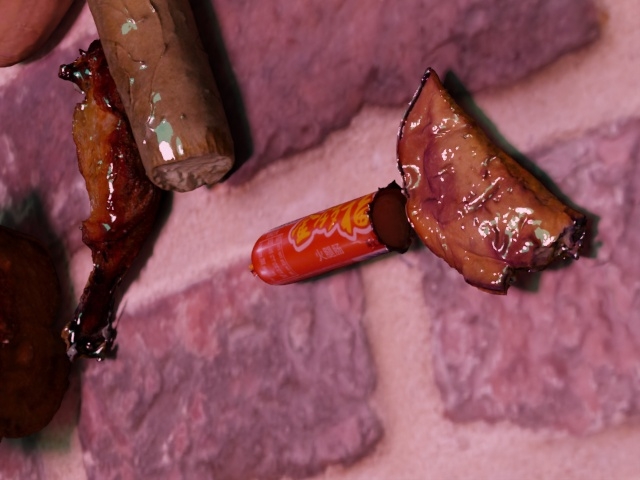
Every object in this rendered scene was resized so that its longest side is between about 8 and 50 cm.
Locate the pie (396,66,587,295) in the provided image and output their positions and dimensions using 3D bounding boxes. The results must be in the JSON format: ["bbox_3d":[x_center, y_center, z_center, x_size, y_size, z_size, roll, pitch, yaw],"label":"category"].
[{"bbox_3d":[0.095,-0.026,1.063,0.170,0.034,0.092,45,114,37],"label":"pie"}]

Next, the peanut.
[{"bbox_3d":[-0.241,-0.196,1.391,0.152,0.076,0.076,-51,54,34],"label":"peanut"}]

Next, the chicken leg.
[{"bbox_3d":[-0.165,-0.031,1.319,0.106,0.051,0.253,3,90,52],"label":"chicken leg"}]

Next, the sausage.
[{"bbox_3d":[0.000,0.000,1.152,0.145,0.048,0.050,-19,68,46],"label":"sausage"}]

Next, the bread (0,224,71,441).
[{"bbox_3d":[-0.312,0.061,1.339,0.135,0.246,0.232,-22,59,55],"label":"bread"}]

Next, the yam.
[{"bbox_3d":[-0.145,-0.211,1.297,0.083,0.083,0.371,-39,61,37],"label":"yam"}]
